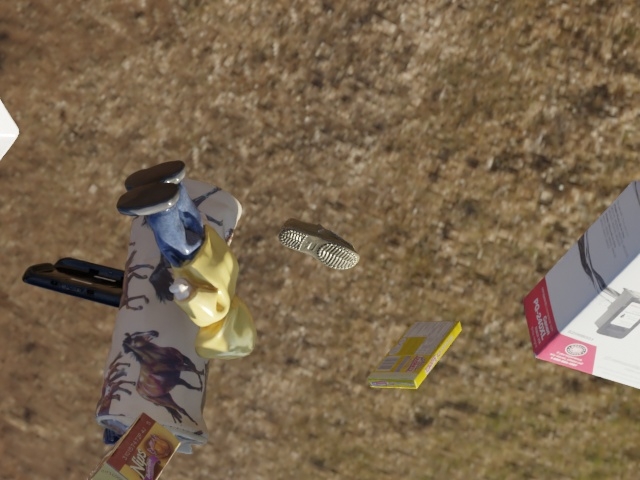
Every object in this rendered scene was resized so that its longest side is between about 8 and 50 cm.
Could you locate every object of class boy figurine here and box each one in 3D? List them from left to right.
[{"bbox_3d":[-0.160,0.034,1.427,0.092,0.177,0.285,-13,126,11],"label":"boy figurine"}]

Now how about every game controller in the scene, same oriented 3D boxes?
[{"bbox_3d":[-0.446,0.094,2.237,0.319,0.166,0.067,11,106,30],"label":"game controller"}]

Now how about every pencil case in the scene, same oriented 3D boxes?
[{"bbox_3d":[-0.216,0.099,1.619,0.160,0.410,0.183,4,157,5],"label":"pencil case"}]

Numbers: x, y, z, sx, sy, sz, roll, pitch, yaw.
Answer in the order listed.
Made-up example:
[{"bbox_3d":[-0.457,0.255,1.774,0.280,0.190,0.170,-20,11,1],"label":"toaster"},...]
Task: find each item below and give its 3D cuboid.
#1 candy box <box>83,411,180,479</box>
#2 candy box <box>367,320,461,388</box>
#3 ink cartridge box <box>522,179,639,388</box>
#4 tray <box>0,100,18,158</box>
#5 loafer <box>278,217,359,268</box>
[{"bbox_3d":[-0.220,0.261,1.057,0.053,0.109,0.186,39,109,-2],"label":"candy box"},{"bbox_3d":[0.182,0.216,2.122,0.105,0.206,0.027,-1,117,35],"label":"candy box"},{"bbox_3d":[0.244,0.037,0.843,0.109,0.063,0.150,18,134,-18],"label":"ink cartridge box"},{"bbox_3d":[-0.349,-0.095,0.981,0.030,0.145,0.270,33,165,7],"label":"tray"},{"bbox_3d":[0.000,0.000,1.831,0.148,0.050,0.056,26,129,-23],"label":"loafer"}]
